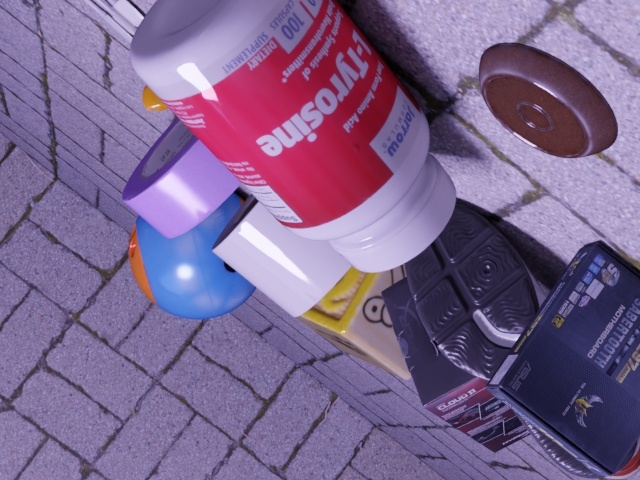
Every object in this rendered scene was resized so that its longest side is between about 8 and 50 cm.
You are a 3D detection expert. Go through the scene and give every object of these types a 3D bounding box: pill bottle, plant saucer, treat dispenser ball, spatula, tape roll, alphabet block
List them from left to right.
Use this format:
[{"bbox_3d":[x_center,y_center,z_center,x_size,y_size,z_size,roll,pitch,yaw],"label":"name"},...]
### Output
[{"bbox_3d":[-0.372,-0.406,1.778,0.242,0.019,0.168,42,170,-14],"label":"spatula"},{"bbox_3d":[-0.254,0.021,2.264,0.288,0.288,0.288,34,165,11],"label":"treat dispenser ball"},{"bbox_3d":[-0.173,-0.135,1.625,0.090,0.275,0.275,43,164,-18],"label":"tape roll"},{"bbox_3d":[-0.029,-0.026,1.684,0.169,0.246,0.246,40,165,-9],"label":"tape roll"},{"bbox_3d":[-0.015,-0.149,1.307,0.408,0.229,0.229,46,163,-32],"label":"pill bottle"},{"bbox_3d":[0.083,0.097,1.862,0.193,0.192,0.197,17,163,49],"label":"alphabet block"},{"bbox_3d":[0.234,-0.140,1.154,0.168,0.029,0.168,35,166,10],"label":"plant saucer"}]

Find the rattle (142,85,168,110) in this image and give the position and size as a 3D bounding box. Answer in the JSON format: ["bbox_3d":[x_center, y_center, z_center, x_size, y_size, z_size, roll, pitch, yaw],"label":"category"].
[{"bbox_3d":[-0.192,-0.265,1.557,0.130,0.142,0.199,63,163,-18],"label":"rattle"}]

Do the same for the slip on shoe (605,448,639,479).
[{"bbox_3d":[0.424,0.291,1.868,0.331,0.123,0.101,42,161,1],"label":"slip on shoe"}]

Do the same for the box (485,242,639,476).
[{"bbox_3d":[0.347,0.148,1.364,0.183,0.233,0.059,38,168,-4],"label":"box"}]

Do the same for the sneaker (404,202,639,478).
[{"bbox_3d":[0.302,0.142,1.580,0.447,0.169,0.257,54,-163,19],"label":"sneaker"}]

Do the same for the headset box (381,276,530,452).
[{"bbox_3d":[0.222,0.182,1.706,0.293,0.110,0.218,38,-154,-48],"label":"headset box"}]
